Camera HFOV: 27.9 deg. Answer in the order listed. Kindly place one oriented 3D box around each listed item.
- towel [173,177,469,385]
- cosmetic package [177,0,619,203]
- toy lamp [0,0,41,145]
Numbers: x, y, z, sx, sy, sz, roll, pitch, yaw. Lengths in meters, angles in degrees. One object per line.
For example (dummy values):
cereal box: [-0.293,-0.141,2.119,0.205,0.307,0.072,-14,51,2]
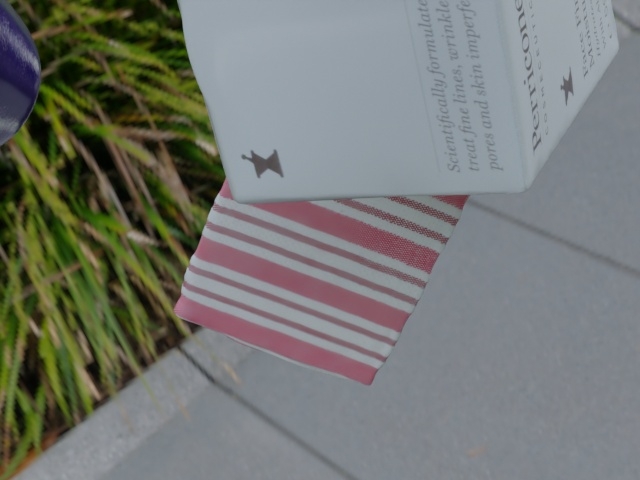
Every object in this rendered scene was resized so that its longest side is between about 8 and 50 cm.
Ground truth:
towel: [0.000,0.000,0.809,0.144,0.197,0.029,21,36,-6]
cosmetic package: [0.042,-0.123,0.617,0.151,0.151,0.184,-1,27,27]
toy lamp: [-0.153,-0.071,0.284,0.080,0.274,0.080,-4,78,19]
